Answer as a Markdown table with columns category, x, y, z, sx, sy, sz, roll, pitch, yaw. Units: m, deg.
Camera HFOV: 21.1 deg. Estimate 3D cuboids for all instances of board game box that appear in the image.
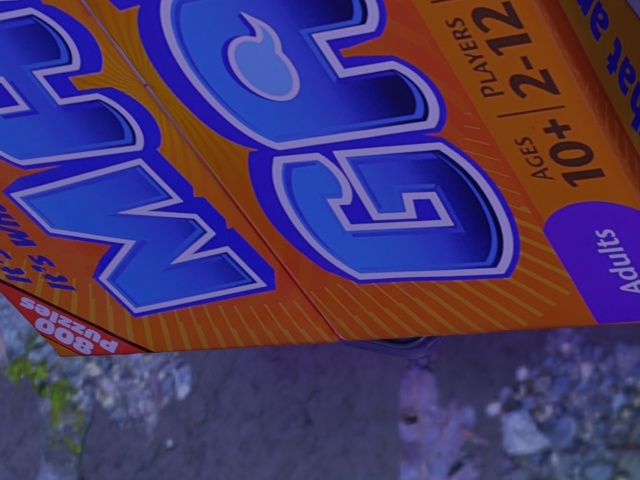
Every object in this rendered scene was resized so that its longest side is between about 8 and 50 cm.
| category | x | y | z | sx | sy | sz | roll | pitch | yaw |
| --- | --- | --- | --- | --- | --- | --- | --- | --- | --- |
| board game box | -0.020 | -0.198 | 0.788 | 0.356 | 0.356 | 0.356 | -6 | 48 | 32 |

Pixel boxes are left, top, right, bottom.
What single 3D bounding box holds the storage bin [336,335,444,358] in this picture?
| category | x | y | z | sx | sy | sz | roll | pitch | yaw |
| --- | --- | --- | --- | --- | --- | --- | --- | --- | --- |
| storage bin | 0.000 | 0.000 | 0.942 | 0.135 | 0.091 | 0.098 | 12 | 81 | 35 |
